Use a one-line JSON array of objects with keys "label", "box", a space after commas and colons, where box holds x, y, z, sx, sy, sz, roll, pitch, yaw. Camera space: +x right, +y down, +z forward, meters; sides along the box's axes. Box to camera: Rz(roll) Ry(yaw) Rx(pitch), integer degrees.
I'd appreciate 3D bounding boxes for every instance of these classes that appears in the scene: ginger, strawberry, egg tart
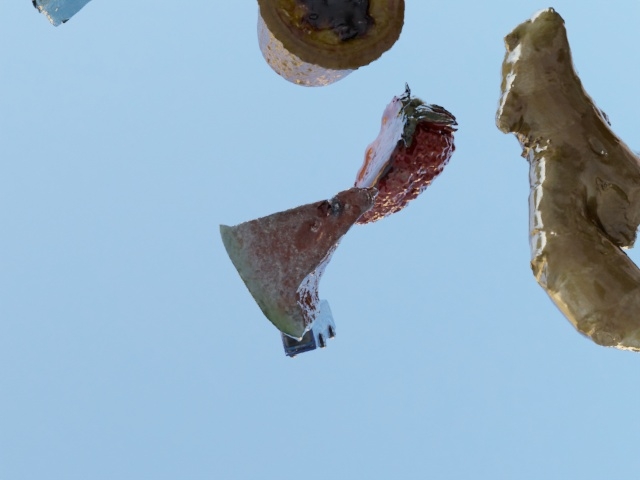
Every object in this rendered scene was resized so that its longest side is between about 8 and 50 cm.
[{"label": "ginger", "box": [0.295, -0.070, 1.296, 0.348, 0.122, 0.363, 41, -124, 3]}, {"label": "strawberry", "box": [0.115, -0.095, 1.617, 0.098, 0.174, 0.228, 23, -72, -13]}, {"label": "egg tart", "box": [-0.001, -0.312, 1.573, 0.215, 0.171, 0.215, 6, -109, -17]}]

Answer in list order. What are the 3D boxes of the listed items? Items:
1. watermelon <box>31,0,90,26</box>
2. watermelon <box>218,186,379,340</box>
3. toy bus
[{"label": "watermelon", "box": [-0.356, -0.477, 1.532, 0.151, 0.264, 0.302, -17, -117, -4]}, {"label": "watermelon", "box": [-0.023, -0.004, 1.066, 0.121, 0.098, 0.158, 30, -80, 13]}, {"label": "toy bus", "box": [-0.017, 0.115, 1.490, 0.051, 0.153, 0.061, -17, -90, 12]}]
